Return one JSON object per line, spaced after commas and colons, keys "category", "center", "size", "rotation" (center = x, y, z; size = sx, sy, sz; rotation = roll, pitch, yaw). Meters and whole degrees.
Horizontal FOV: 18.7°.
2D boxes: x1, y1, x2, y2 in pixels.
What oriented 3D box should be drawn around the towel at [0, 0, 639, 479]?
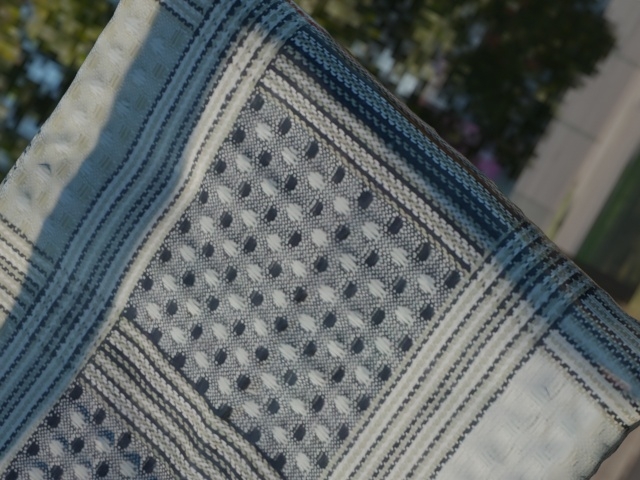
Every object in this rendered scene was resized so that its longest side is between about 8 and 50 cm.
{"category": "towel", "center": [-0.050, 0.070, 0.862], "size": [0.324, 0.312, 0.056], "rotation": [-53, -18, 23]}
